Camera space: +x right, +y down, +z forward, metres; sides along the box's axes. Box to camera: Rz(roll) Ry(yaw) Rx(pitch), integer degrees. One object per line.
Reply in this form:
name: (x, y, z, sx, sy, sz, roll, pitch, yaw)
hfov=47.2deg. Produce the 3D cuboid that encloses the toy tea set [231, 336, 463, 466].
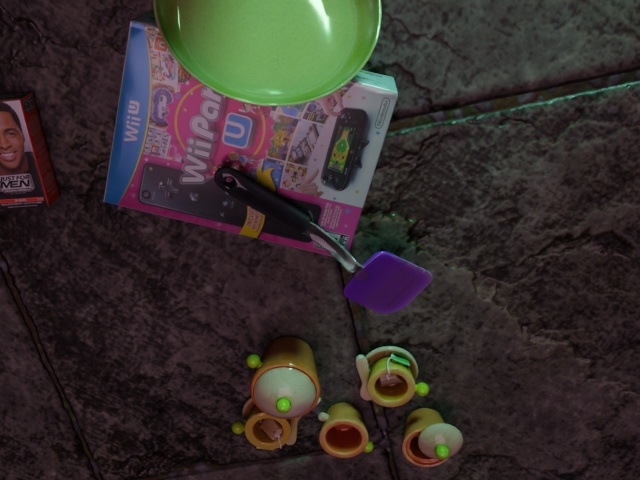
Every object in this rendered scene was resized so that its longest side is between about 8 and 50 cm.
toy tea set: (0.040, 0.251, 1.040, 0.336, 0.124, 0.200, 5, 116, -1)

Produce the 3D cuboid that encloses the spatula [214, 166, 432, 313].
spatula: (0.000, 0.000, 0.870, 0.296, 0.030, 0.084, 34, 114, -16)

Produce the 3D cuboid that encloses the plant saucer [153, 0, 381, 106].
plant saucer: (-0.056, -0.247, 0.788, 0.241, 0.037, 0.240, 2, 75, -8)

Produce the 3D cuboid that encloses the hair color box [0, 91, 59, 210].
hair color box: (-0.385, -0.111, 0.923, 0.072, 0.043, 0.141, -4, 115, 5)

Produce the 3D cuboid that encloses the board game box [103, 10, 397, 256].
board game box: (-0.085, -0.122, 0.881, 0.304, 0.097, 0.224, 14, 114, -5)
